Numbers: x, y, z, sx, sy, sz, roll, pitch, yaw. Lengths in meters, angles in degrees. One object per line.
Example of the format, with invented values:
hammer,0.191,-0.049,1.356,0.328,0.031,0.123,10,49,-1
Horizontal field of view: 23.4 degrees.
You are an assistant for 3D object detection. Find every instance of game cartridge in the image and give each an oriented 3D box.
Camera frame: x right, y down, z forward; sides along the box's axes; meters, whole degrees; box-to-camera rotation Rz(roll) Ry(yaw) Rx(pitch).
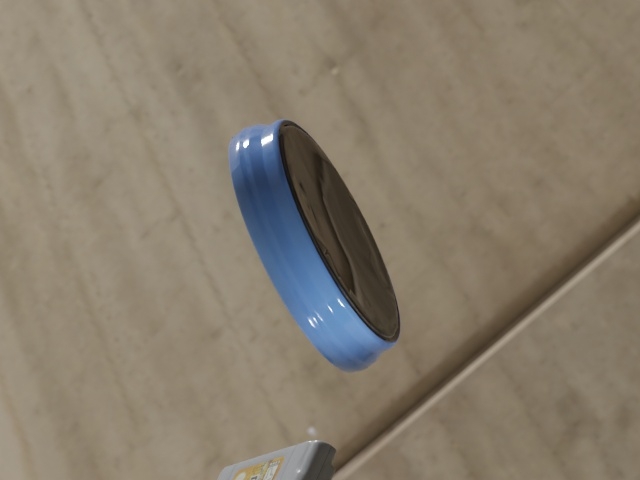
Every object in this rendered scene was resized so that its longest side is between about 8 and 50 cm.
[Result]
game cartridge,-0.100,0.409,2.285,0.062,0.297,0.198,41,-125,-17

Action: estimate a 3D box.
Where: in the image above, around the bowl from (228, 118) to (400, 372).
bowl,0.000,0.000,2.227,0.391,0.077,0.391,57,-165,-25
